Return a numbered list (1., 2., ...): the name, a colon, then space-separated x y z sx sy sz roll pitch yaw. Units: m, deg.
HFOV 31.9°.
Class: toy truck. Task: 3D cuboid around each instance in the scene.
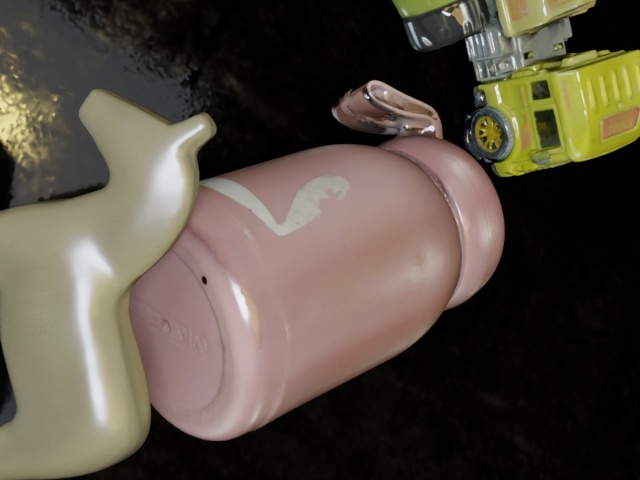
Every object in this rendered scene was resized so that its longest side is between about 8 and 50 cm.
1. toy truck: 0.200 -0.197 0.966 0.124 0.157 0.272 -20 102 -33

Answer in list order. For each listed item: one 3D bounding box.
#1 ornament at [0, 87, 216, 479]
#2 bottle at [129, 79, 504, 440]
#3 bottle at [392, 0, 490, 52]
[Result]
1. ornament: -0.162 0.031 0.696 0.061 0.244 0.230 -2 81 -72
2. bottle: 0.000 0.000 0.823 0.296 0.173 0.207 -21 88 -38
3. bottle: 0.066 -0.283 0.898 0.112 0.112 0.260 -31 108 -31
